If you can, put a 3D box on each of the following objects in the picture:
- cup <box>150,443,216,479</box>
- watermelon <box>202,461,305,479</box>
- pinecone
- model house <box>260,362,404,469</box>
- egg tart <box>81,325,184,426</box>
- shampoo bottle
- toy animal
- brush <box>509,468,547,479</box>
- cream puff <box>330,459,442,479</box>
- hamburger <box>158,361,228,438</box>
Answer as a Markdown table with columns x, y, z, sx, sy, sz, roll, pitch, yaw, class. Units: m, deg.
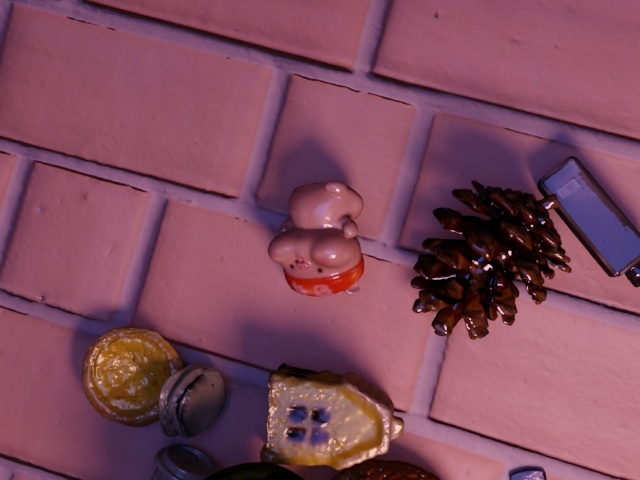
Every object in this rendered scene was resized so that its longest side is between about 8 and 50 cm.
| x | y | z | sx | sy | sz | roll | pitch | yaw | class |
| --- | --- | --- | --- | --- | --- | --- | --- | --- | --- |
| -0.258 | 0.443 | 1.791 | 0.120 | 0.120 | 0.141 | 29 | 104 | 9 | cup |
| -0.107 | 0.489 | 1.542 | 0.285 | 0.285 | 0.285 | -1 | 86 | 8 | watermelon |
| 0.273 | 0.031 | 1.686 | 0.244 | 0.244 | 0.309 | 39 | 103 | 9 | pinecone |
| 0.023 | 0.311 | 1.717 | 0.234 | 0.193 | 0.175 | 9 | 87 | 6 | model house |
| -0.334 | 0.245 | 1.827 | 0.191 | 0.074 | 0.191 | 0 | 86 | 7 | egg tart |
| 0.477 | -0.027 | 1.732 | 0.080 | 0.079 | 0.246 | -38 | 82 | 5 | shampoo bottle |
| 0.000 | 0.000 | 1.762 | 0.171 | 0.171 | 0.198 | 2 | 82 | 8 | toy animal |
| 0.371 | 0.491 | 1.741 | 0.062 | 0.016 | 0.194 | -9 | 84 | 8 | brush |
| 0.120 | 0.518 | 1.675 | 0.302 | 0.212 | 0.303 | 0 | 86 | 1 | cream puff |
| -0.225 | 0.282 | 1.779 | 0.062 | 0.140 | 0.133 | 14 | 118 | 30 | hamburger |
